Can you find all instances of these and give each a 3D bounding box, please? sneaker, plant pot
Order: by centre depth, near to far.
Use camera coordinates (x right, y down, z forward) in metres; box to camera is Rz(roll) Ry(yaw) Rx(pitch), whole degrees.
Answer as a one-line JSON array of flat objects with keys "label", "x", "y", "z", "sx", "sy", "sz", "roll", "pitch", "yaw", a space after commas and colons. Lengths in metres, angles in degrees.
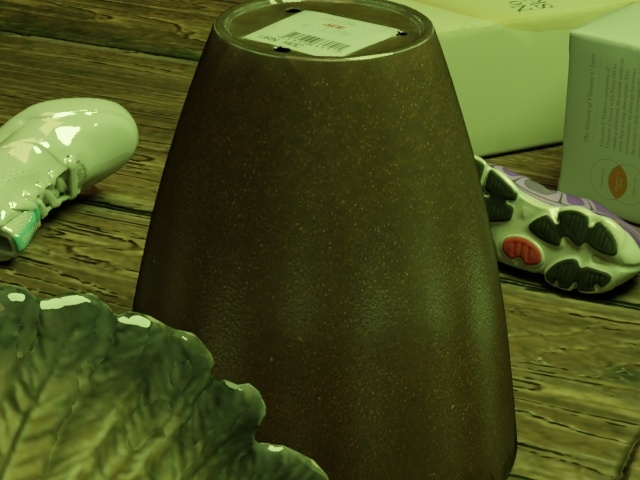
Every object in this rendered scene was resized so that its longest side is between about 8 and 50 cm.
[{"label": "plant pot", "x": 0.000, "y": 0.000, "z": 0.846, "sx": 0.215, "sy": 0.230, "sz": 0.215, "roll": 1, "pitch": 26, "yaw": 0}, {"label": "sneaker", "x": 0.137, "y": -0.011, "z": 1.093, "sx": 0.170, "sy": 0.068, "sz": 0.071, "roll": 27, "pitch": 20, "yaw": 29}, {"label": "sneaker", "x": -0.204, "y": -0.027, "z": 1.100, "sx": 0.212, "sy": 0.080, "sz": 0.094, "roll": -22, "pitch": 44, "yaw": -27}]

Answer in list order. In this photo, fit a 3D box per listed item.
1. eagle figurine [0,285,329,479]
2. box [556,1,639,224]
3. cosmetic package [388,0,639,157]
[{"label": "eagle figurine", "x": -0.133, "y": 0.131, "z": 0.328, "sx": 0.298, "sy": 0.226, "sz": 0.225, "roll": -4, "pitch": 6, "yaw": 3}, {"label": "box", "x": 0.260, "y": -0.078, "z": 1.138, "sx": 0.170, "sy": 0.130, "sz": 0.091, "roll": 20, "pitch": 32, "yaw": 34}, {"label": "cosmetic package", "x": 0.142, "y": -0.150, "z": 1.312, "sx": 0.309, "sy": 0.113, "sz": 0.160, "roll": -11, "pitch": 28, "yaw": -25}]
